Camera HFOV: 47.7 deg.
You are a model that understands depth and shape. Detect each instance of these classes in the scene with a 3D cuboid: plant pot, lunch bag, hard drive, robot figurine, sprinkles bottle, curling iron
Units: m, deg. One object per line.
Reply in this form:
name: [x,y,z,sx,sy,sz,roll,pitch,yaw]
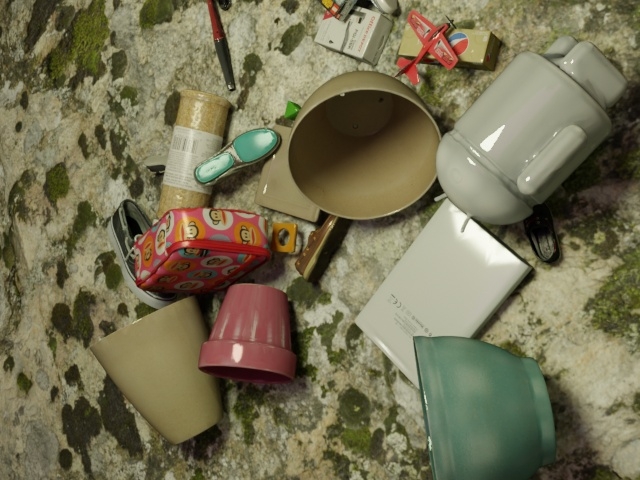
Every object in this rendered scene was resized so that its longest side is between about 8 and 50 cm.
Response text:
plant pot: [-0.143,0.193,1.514,0.201,0.201,0.180,-6,68,33]
lunch bag: [-0.241,0.027,1.550,0.293,0.258,0.120,-33,59,50]
plant pot: [0.080,-0.208,1.378,0.284,0.284,0.191,-35,32,26]
hard drive: [0.221,0.103,1.362,0.203,0.040,0.308,45,109,28]
plant pot: [0.270,0.291,1.193,0.196,0.293,0.293,-8,80,5]
plant pot: [-0.333,0.301,1.608,0.256,0.256,0.274,-28,87,28]
robot figurine: [0.334,-0.168,1.207,0.199,0.300,0.353,38,105,-16]
sprinkles bottle: [-0.300,-0.164,1.682,0.121,0.121,0.356,14,93,33]
curling iron: [-0.231,-0.487,1.718,0.068,0.035,0.274,-13,78,32]

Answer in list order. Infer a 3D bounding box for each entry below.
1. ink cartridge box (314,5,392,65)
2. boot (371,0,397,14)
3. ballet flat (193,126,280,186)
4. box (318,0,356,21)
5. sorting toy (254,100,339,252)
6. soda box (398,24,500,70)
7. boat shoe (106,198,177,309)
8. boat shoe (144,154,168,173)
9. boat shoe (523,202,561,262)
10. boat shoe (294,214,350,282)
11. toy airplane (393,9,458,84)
ink cartridge box: [0.068,-0.433,1.504,0.135,0.056,0.099,28,100,32]
boot: [0.090,-0.521,1.500,0.086,0.069,0.190,-37,58,33]
ballet flat: [-0.182,-0.185,1.598,0.213,0.068,0.072,-28,86,8]
box: [0.032,-0.523,1.485,0.094,0.027,0.137,-52,50,22]
sorting toy: [-0.047,-0.143,1.561,0.196,0.047,0.348,19,96,38]
soda box: [0.244,-0.368,1.382,0.181,0.058,0.061,16,94,33]
boat shoe: [-0.419,0.026,1.748,0.105,0.113,0.306,-56,50,33]
boat shoe: [-0.379,-0.186,1.785,0.125,0.038,0.046,-1,43,28]
boat shoe: [0.382,-0.024,1.269,0.049,0.042,0.133,-26,71,32]
boat shoe: [0.000,0.000,1.503,0.060,0.064,0.178,38,109,28]
toy airplane: [0.196,-0.355,1.359,0.151,0.028,0.151,-4,84,35]
